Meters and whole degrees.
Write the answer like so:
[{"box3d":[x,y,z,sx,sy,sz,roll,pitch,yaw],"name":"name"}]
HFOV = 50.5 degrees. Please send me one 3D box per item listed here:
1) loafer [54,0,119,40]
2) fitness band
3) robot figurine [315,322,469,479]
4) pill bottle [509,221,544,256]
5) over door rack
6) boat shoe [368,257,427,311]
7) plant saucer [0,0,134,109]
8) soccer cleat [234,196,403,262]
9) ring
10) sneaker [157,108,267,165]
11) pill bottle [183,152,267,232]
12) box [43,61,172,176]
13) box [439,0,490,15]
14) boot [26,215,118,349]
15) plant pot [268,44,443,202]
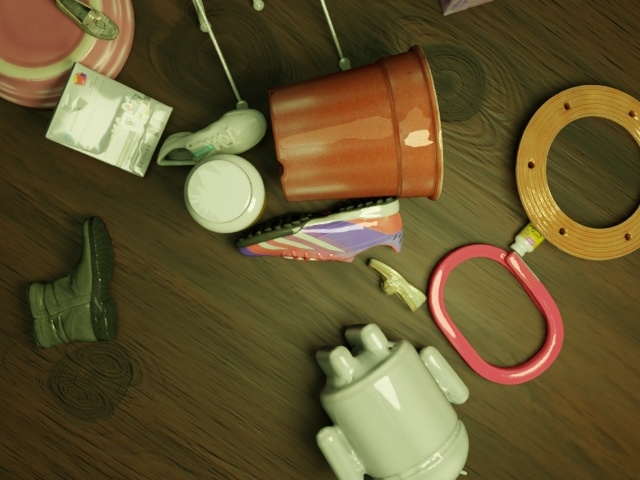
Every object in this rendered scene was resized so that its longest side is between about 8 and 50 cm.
[{"box3d":[-0.413,-0.394,1.190,0.125,0.039,0.045,33,90,-3],"name":"loafer"},{"box3d":[0.337,0.140,1.320,0.209,0.054,0.291,-38,92,2],"name":"fitness band"},{"box3d":[0.135,0.321,1.239,0.300,0.200,0.353,-33,92,-15],"name":"robot figurine"},{"box3d":[0.408,-0.007,1.319,0.043,0.043,0.083,44,90,-3],"name":"pill bottle"},{"box3d":[-0.096,-0.399,1.264,0.240,0.108,0.324,-23,107,-1],"name":"over door rack"},{"box3d":[0.142,0.086,1.307,0.135,0.050,0.045,38,85,-3],"name":"boat shoe"},{"box3d":[-0.517,-0.412,1.247,0.332,0.084,0.332,0,91,-2],"name":"plant saucer"},{"box3d":[0.000,0.000,1.276,0.318,0.108,0.116,-13,104,-2],"name":"soccer cleat"},{"box3d":[0.526,-0.130,1.305,0.337,0.032,0.336,1,86,-12],"name":"ring"},{"box3d":[-0.199,-0.174,1.236,0.212,0.094,0.080,-17,112,16],"name":"sneaker"},{"box3d":[-0.164,-0.081,1.191,0.136,0.246,0.136,0,92,-2],"name":"pill bottle"},{"box3d":[-0.386,-0.218,1.243,0.186,0.038,0.145,22,91,-31],"name":"box"},{"box3d":[0.259,-0.563,1.209,0.117,0.213,0.242,-17,92,-1],"name":"box"},{"box3d":[-0.474,0.080,1.269,0.161,0.083,0.246,-4,91,3],"name":"boot"},{"box3d":[0.052,-0.185,1.188,0.265,0.272,0.272,-8,92,0],"name":"plant pot"}]
